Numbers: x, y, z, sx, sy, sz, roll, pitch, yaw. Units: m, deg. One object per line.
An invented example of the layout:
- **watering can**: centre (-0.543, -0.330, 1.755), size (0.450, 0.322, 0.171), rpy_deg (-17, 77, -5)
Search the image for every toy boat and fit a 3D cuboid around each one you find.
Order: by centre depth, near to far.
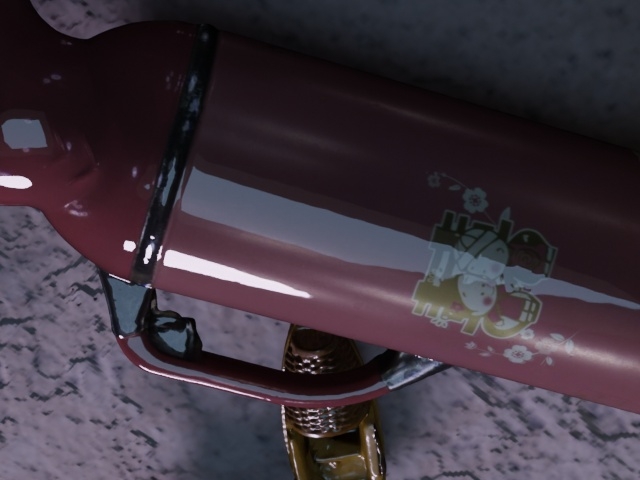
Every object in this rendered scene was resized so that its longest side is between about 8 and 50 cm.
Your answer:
- **toy boat**: centre (0.006, 0.097, 0.695), size (0.047, 0.049, 0.149), rpy_deg (-8, 118, 4)

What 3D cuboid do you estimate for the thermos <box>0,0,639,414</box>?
- **thermos**: centre (0.002, -0.008, 0.610), size (0.330, 0.109, 0.136), rpy_deg (16, 137, -8)
